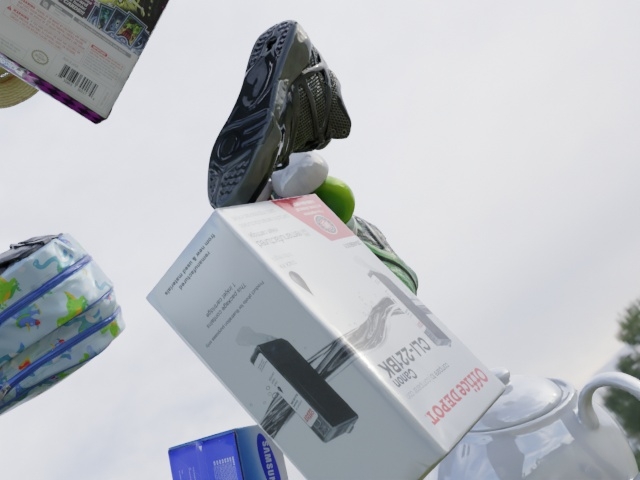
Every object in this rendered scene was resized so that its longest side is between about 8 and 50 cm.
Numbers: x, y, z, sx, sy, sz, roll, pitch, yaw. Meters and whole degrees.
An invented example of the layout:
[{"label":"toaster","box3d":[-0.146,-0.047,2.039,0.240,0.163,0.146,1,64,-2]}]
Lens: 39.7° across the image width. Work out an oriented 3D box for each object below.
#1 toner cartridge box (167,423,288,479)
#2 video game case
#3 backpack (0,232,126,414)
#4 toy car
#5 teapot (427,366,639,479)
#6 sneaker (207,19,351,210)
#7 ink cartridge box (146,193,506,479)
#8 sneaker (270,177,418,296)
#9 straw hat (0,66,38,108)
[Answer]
[{"label":"toner cartridge box","box3d":[-0.096,0.423,1.142,0.075,0.347,0.165,1,-19,-43]},{"label":"video game case","box3d":[-0.283,-0.270,0.930,0.232,0.210,0.042,32,-22,-26]},{"label":"backpack","box3d":[-0.471,0.136,1.325,0.355,0.273,0.290,-49,-1,13]},{"label":"toy car","box3d":[-0.042,-0.015,1.121,0.182,0.136,0.159,-17,-52,12]},{"label":"teapot","box3d":[0.230,0.232,1.005,0.256,0.187,0.252,-18,8,-4]},{"label":"sneaker","box3d":[-0.033,-0.104,0.909,0.087,0.227,0.130,-14,-42,40]},{"label":"ink cartridge box","box3d":[0.013,0.095,0.790,0.114,0.273,0.197,-49,-14,22]},{"label":"sneaker","box3d":[0.000,0.000,1.316,0.134,0.343,0.146,-46,-1,29]},{"label":"straw hat","box3d":[-0.481,-0.271,1.325,0.145,0.144,0.061,-33,-5,-6]}]
